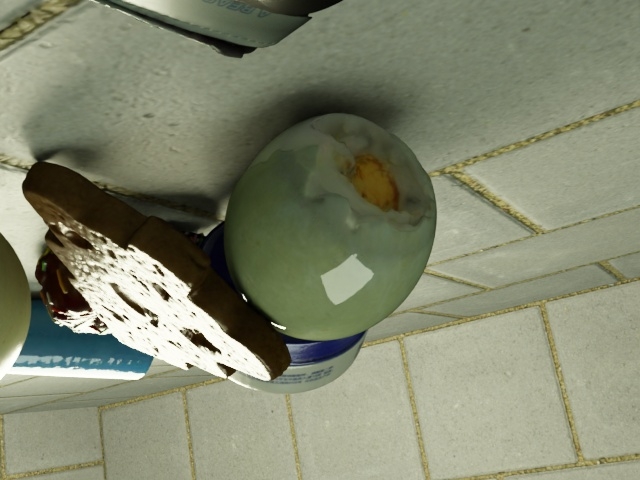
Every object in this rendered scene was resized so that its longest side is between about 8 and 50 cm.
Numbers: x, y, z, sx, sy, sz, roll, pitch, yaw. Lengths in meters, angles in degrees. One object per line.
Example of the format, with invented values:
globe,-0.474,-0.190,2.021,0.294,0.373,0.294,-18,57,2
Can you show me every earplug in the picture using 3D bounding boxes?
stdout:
earplug,-0.399,0.146,1.042,0.273,0.132,0.132,9,156,-44

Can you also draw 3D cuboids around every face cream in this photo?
face cream,-0.043,0.067,0.780,0.206,0.206,0.111,-5,137,-20

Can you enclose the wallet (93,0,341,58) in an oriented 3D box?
wallet,-0.013,-0.152,0.299,0.231,0.069,0.170,-22,166,41

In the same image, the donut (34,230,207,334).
donut,-0.241,0.058,0.864,0.216,0.096,0.230,1,162,-36

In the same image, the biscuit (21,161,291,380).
biscuit,-0.169,0.046,0.662,0.278,0.043,0.301,41,151,-8

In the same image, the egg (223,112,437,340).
egg,0.000,0.000,0.622,0.183,0.183,0.217,0,146,-34

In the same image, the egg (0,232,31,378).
egg,-0.352,0.053,0.594,0.188,0.188,0.253,-4,155,-22
